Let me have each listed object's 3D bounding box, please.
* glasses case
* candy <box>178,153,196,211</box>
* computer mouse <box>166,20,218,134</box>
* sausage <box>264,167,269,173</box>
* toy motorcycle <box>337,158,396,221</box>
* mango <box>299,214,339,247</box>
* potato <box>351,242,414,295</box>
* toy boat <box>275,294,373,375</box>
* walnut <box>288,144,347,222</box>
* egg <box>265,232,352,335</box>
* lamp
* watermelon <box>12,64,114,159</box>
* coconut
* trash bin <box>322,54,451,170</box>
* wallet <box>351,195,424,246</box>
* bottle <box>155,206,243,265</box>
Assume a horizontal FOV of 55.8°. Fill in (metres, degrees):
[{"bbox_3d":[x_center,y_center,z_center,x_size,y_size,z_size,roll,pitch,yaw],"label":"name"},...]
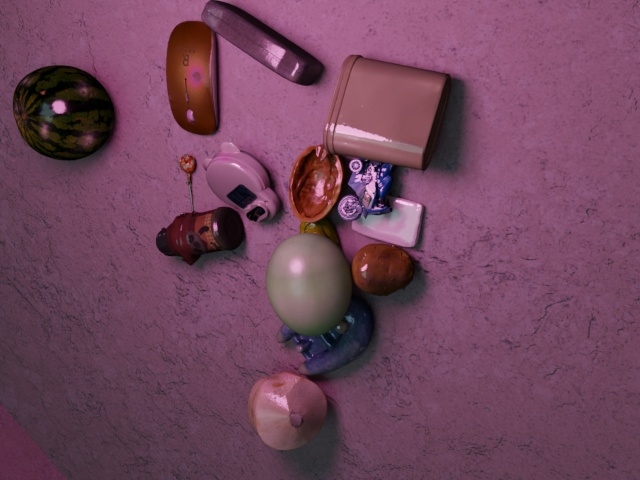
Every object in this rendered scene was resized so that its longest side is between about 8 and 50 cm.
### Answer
[{"bbox_3d":[-0.147,-0.497,1.520,0.323,0.131,0.074,37,111,13],"label":"glasses case"},{"bbox_3d":[-0.397,-0.172,1.826,0.056,0.049,0.184,34,131,49],"label":"candy"},{"bbox_3d":[-0.353,-0.448,1.685,0.158,0.072,0.310,13,114,26],"label":"computer mouse"},{"bbox_3d":[-0.182,-0.215,1.704,0.100,0.015,0.015,37,120,13],"label":"sausage"},{"bbox_3d":[0.141,-0.152,1.500,0.136,0.092,0.254,26,99,19],"label":"toy motorcycle"},{"bbox_3d":[0.000,0.000,1.650,0.091,0.074,0.165,-13,113,24],"label":"mango"},{"bbox_3d":[0.154,0.074,1.541,0.137,0.176,0.137,-33,52,56],"label":"potato"},{"bbox_3d":[0.005,0.273,1.712,0.330,0.123,0.215,-32,89,34],"label":"toy boat"},{"bbox_3d":[0.002,-0.147,1.582,0.167,0.087,0.211,29,106,32],"label":"walnut"},{"bbox_3d":[-0.029,0.113,1.545,0.221,0.220,0.269,6,113,27],"label":"egg"},{"bbox_3d":[-0.208,-0.160,1.681,0.246,0.108,0.180,47,141,-14],"label":"lamp"},{"bbox_3d":[-0.766,-0.382,1.805,0.285,0.285,0.284,9,111,25],"label":"watermelon"},{"bbox_3d":[-0.098,0.492,1.771,0.241,0.241,0.241,9,111,25],"label":"coconut"},{"bbox_3d":[0.155,-0.298,1.410,0.248,0.121,0.243,15,89,19],"label":"trash bin"},{"bbox_3d":[0.172,-0.057,1.560,0.183,0.032,0.124,16,108,25],"label":"wallet"},{"bbox_3d":[-0.367,-0.009,1.802,0.272,0.143,0.156,-12,76,28],"label":"bottle"}]
